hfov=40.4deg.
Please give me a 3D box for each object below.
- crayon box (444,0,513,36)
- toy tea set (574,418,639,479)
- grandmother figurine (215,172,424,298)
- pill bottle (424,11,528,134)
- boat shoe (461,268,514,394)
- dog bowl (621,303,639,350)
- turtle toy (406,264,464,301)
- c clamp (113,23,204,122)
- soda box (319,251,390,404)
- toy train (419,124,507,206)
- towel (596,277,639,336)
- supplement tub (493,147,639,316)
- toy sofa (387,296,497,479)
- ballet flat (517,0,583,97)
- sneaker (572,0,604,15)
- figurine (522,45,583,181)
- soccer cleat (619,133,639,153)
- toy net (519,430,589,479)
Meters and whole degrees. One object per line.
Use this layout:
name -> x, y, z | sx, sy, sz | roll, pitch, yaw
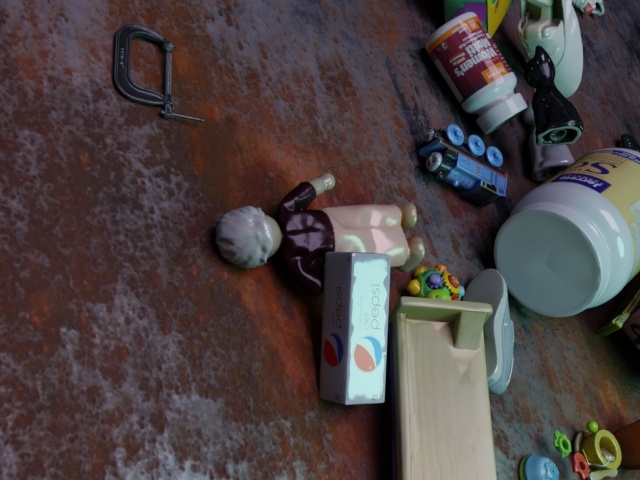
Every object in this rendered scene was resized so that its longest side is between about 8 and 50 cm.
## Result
crayon box -> 0.340, -0.642, 1.787 | 0.313, 0.106, 0.363 | -58, 148, -42
toy tea set -> 0.586, 0.453, 1.504 | 0.200, 0.124, 0.336 | -9, 72, -40
grandmother figurine -> 0.000, 0.000, 1.326 | 0.342, 0.104, 0.208 | 2, 61, -34
pill bottle -> 0.311, -0.329, 1.724 | 0.121, 0.121, 0.221 | -27, 84, -43
boat shoe -> 0.289, 0.157, 1.483 | 0.081, 0.079, 0.227 | 48, 40, -40
dog bowl -> 0.735, 0.075, 1.664 | 0.150, 0.408, 0.408 | 39, 46, 10
turtle toy -> 0.194, 0.088, 1.429 | 0.095, 0.066, 0.130 | 49, 31, -6
c clamp -> -0.251, -0.256, 1.325 | 0.137, 0.022, 0.160 | 4, 65, -30
soda box -> 0.049, 0.125, 1.258 | 0.074, 0.069, 0.216 | 4, 87, -35
toy train -> 0.268, -0.140, 1.620 | 0.184, 0.080, 0.105 | 24, 60, -26
towel -> 0.618, 0.086, 1.684 | 0.021, 0.102, 0.237 | 39, 75, 7
supplement tub -> 0.491, -0.017, 1.610 | 0.331, 0.241, 0.241 | -29, 86, -44
toy sofa -> 0.173, 0.278, 1.291 | 0.150, 0.177, 0.362 | 5, 61, -8
ballet flat -> 0.472, -0.494, 1.857 | 0.139, 0.139, 0.400 | -25, 113, -43
sneaker -> 0.660, -0.611, 2.190 | 0.161, 0.057, 0.075 | 7, 57, -38
figurine -> 0.458, -0.253, 1.767 | 0.092, 0.215, 0.209 | -9, 61, 5
soccer cleat -> 0.755, -0.175, 2.014 | 0.060, 0.072, 0.179 | -12, 74, -41
toy net -> 0.427, 0.440, 1.449 | 0.122, 0.045, 0.232 | -35, 91, -45
